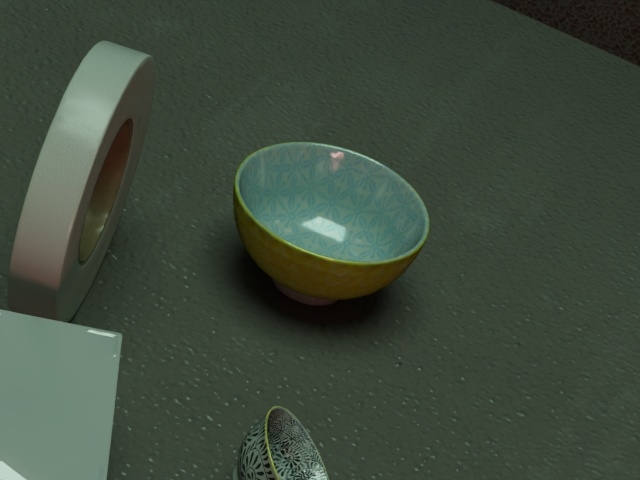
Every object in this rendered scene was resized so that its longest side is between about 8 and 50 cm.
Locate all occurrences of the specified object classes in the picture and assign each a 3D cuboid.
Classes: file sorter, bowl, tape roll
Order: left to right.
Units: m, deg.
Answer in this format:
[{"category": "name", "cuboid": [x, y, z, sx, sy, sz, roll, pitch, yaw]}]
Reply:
[{"category": "file sorter", "cuboid": [-0.354, 0.243, 2.064, 0.193, 0.173, 0.277, 12, 36, -10]}, {"category": "tape roll", "cuboid": [-0.314, -0.075, 2.324, 0.072, 0.392, 0.392, 18, 35, 1]}, {"category": "bowl", "cuboid": [-0.057, 0.298, 2.172, 0.080, 0.170, 0.170, -25, 33, 17]}, {"category": "bowl", "cuboid": [0.000, 0.000, 2.553, 0.289, 0.156, 0.289, 11, 37, -9]}]
